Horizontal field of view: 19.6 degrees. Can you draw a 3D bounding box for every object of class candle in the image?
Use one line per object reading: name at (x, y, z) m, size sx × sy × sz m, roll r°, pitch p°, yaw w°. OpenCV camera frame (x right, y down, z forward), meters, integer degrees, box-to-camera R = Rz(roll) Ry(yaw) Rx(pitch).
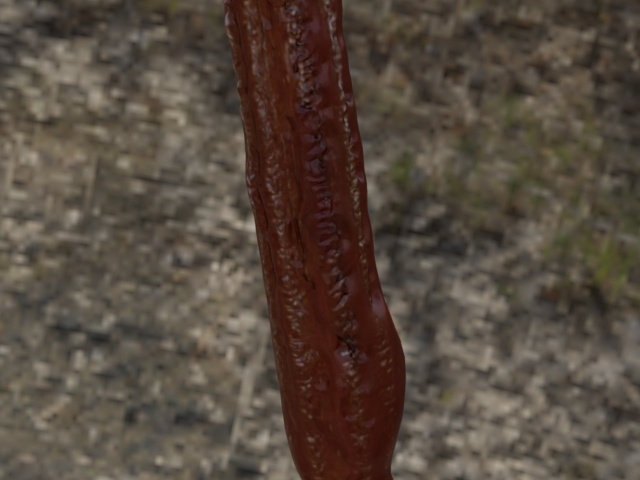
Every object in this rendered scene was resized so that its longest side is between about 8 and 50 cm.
candle at (0.000, 0.000, 0.713) m, size 0.048 × 0.329 × 0.051 m, roll 5°, pitch 21°, yaw 36°
